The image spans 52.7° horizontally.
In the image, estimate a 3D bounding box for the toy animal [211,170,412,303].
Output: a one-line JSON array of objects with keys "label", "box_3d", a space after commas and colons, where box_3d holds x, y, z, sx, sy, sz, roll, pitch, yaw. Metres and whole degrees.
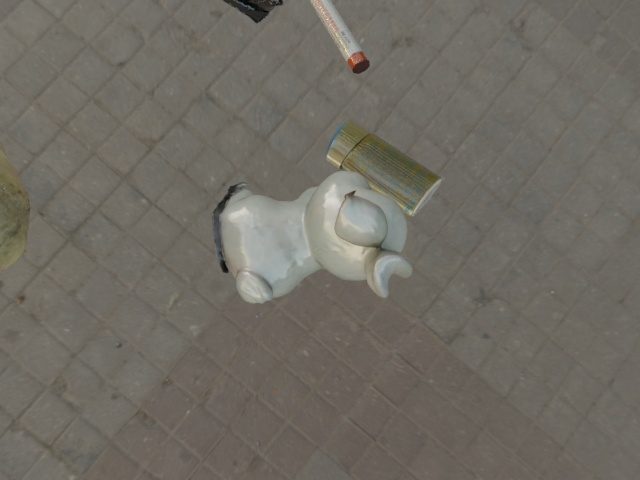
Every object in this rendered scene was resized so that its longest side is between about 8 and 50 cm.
[{"label": "toy animal", "box_3d": [0.002, -0.005, 0.979, 0.309, 0.247, 0.183, -3, 108, 23]}]

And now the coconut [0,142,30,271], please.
[{"label": "coconut", "box_3d": [-0.596, -0.071, 0.886, 0.352, 0.352, 0.353, 1, 83, -6]}]

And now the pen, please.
[{"label": "pen", "box_3d": [0.001, -0.306, 0.832, 0.026, 0.026, 0.218, -26, 74, -8]}]

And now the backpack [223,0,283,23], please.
[{"label": "backpack", "box_3d": [-0.137, -0.463, 1.110, 0.165, 0.120, 0.106, 28, 82, -22]}]

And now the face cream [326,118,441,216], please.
[{"label": "face cream", "box_3d": [0.141, -0.180, 1.561, 0.285, 0.067, 0.139, 36, 60, 14]}]
